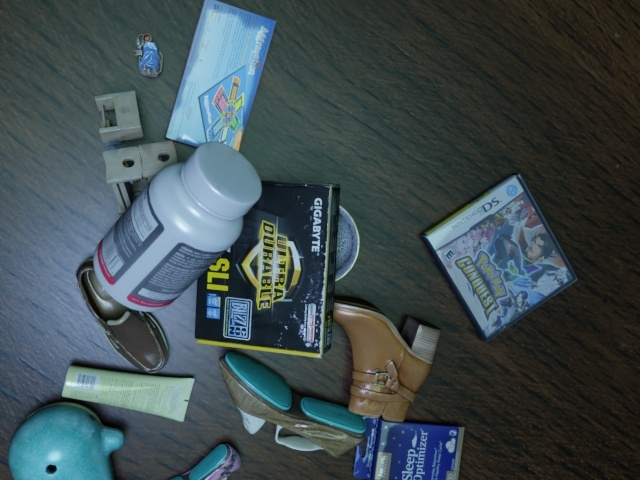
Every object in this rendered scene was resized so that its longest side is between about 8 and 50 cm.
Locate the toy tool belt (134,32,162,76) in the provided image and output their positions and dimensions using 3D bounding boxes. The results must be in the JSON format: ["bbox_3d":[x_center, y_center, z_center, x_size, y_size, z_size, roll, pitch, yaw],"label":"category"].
[{"bbox_3d":[-0.324,-0.351,1.307,0.052,0.051,0.083,-3,95,-11],"label":"toy tool belt"}]

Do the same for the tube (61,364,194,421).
[{"bbox_3d":[-0.374,0.293,1.354,0.240,0.070,0.062,13,49,-16],"label":"tube"}]

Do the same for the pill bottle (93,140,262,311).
[{"bbox_3d":[-0.246,-0.024,1.213,0.176,0.176,0.318,42,124,-11],"label":"pill bottle"}]

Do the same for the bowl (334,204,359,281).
[{"bbox_3d":[0.000,0.000,1.374,0.170,0.080,0.170,1,94,13],"label":"bowl"}]

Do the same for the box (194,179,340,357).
[{"bbox_3d":[-0.102,0.045,1.322,0.257,0.079,0.321,5,95,16],"label":"box"}]

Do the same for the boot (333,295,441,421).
[{"bbox_3d":[0.091,0.241,1.422,0.284,0.109,0.220,20,95,-19],"label":"boot"}]

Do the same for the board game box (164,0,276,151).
[{"bbox_3d":[-0.193,-0.312,1.348,0.145,0.027,0.281,16,91,-10],"label":"board game box"}]

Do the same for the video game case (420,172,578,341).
[{"bbox_3d":[0.384,0.036,1.484,0.248,0.035,0.274,-33,100,-7],"label":"video game case"}]

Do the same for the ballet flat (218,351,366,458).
[{"bbox_3d":[-0.074,0.349,1.399,0.343,0.116,0.124,28,108,-16],"label":"ballet flat"}]

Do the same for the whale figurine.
[{"bbox_3d":[-0.460,0.437,1.302,0.216,0.141,0.272,-34,101,-7],"label":"whale figurine"}]

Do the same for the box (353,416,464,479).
[{"bbox_3d":[0.189,0.451,1.478,0.225,0.036,0.136,8,89,-10],"label":"box"}]

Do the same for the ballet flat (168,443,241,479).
[{"bbox_3d":[-0.253,0.495,1.388,0.222,0.077,0.079,-34,119,-7],"label":"ballet flat"}]

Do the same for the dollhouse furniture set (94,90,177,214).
[{"bbox_3d":[-0.335,-0.168,1.304,0.129,0.129,0.183,-11,67,-10],"label":"dollhouse furniture set"}]

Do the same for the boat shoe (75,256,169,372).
[{"bbox_3d":[-0.380,0.151,1.316,0.095,0.095,0.257,-36,100,-6],"label":"boat shoe"}]
